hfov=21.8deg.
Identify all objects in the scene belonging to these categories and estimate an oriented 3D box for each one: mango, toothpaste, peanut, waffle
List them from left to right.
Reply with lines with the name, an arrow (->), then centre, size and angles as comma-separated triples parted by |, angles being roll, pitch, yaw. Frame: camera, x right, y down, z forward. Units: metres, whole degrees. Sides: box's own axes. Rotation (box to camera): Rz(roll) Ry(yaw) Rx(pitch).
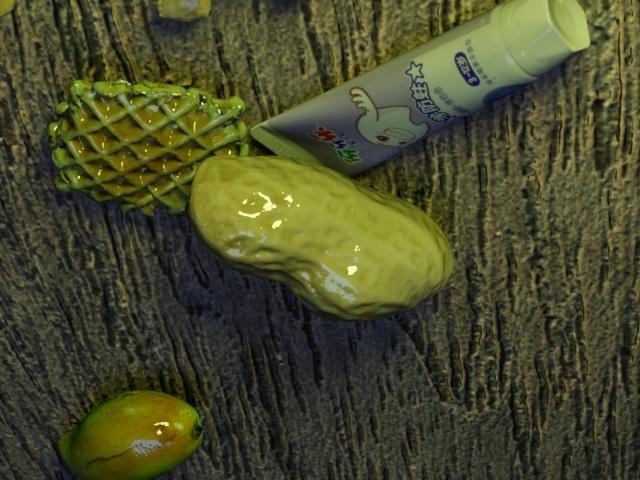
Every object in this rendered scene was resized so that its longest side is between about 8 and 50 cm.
mango -> -0.251, 0.252, 2.106 | 0.233, 0.111, 0.125 | -14, 123, 37
waffle -> -0.183, -0.100, 1.760 | 0.214, 0.054, 0.208 | 8, 140, -7
peanut -> 0.000, 0.000, 1.763 | 0.313, 0.152, 0.152 | 25, 134, -30
toothpaste -> 0.100, -0.149, 1.676 | 0.371, 0.080, 0.125 | -24, 135, 38

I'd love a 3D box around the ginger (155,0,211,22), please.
ginger -> -0.052, -0.275, 1.557 | 0.149, 0.065, 0.258 | 27, 131, -24

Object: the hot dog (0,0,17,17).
hot dog -> -0.411, -0.279, 1.536 | 0.153, 0.150, 0.256 | -37, 123, 25
